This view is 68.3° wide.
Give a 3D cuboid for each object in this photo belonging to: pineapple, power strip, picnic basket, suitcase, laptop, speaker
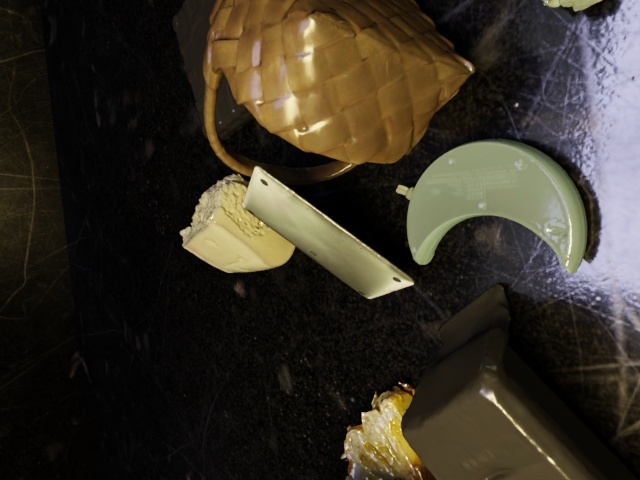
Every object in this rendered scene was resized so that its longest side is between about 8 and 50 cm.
[{"bbox_3d":[0.119,0.353,0.755,0.186,0.114,0.237,31,118,39],"label":"pineapple"},{"bbox_3d":[0.203,-0.044,0.609,0.253,0.054,0.168,4,100,46],"label":"power strip"},{"bbox_3d":[-0.017,-0.196,0.638,0.337,0.292,0.338,-15,73,60],"label":"picnic basket"},{"bbox_3d":[-0.203,-0.368,0.953,0.206,0.066,0.286,-19,86,47],"label":"suitcase"},{"bbox_3d":[0.000,0.000,0.709,0.269,0.015,0.187,36,161,-4],"label":"laptop"},{"bbox_3d":[0.274,0.264,0.564,0.388,0.184,0.180,49,133,13],"label":"speaker"}]

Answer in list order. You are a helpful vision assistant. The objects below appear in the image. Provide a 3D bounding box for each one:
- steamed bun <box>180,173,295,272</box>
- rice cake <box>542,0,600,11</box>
[{"bbox_3d":[-0.162,-0.037,0.913,0.225,0.200,0.171,-14,50,50],"label":"steamed bun"},{"bbox_3d":[0.190,-0.377,0.531,0.337,0.066,0.063,59,143,17],"label":"rice cake"}]
